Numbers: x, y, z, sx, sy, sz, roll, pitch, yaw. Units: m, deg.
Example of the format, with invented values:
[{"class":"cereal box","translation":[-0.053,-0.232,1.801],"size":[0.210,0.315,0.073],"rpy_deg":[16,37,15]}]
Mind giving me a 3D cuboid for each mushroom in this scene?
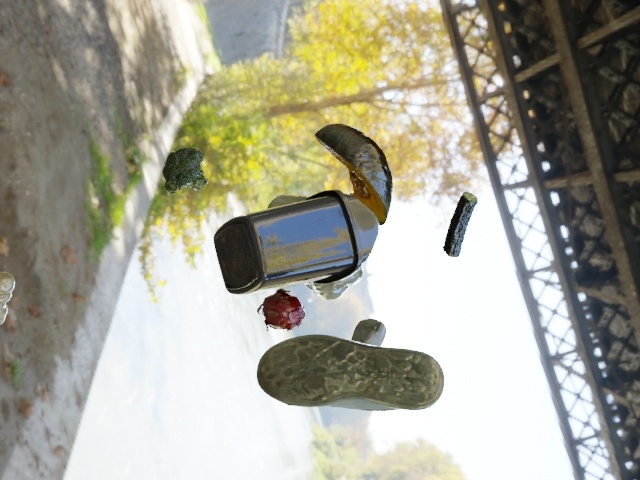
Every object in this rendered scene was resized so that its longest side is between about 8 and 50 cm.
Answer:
[{"class":"mushroom","translation":[0.094,0.297,2.002],"size":[0.092,0.223,0.081],"rpy_deg":[55,-39,-3]}]

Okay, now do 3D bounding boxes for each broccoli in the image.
[{"class":"broccoli","translation":[-0.406,-0.208,2.195],"size":[0.138,0.162,0.146],"rpy_deg":[43,59,-33]}]

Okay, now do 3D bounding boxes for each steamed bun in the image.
[{"class":"steamed bun","translation":[0.000,0.000,2.301],"size":[0.352,0.247,0.339],"rpy_deg":[46,-11,19]}]

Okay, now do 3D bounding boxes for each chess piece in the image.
[{"class":"chess piece","translation":[-0.938,0.161,2.136],"size":[0.170,0.094,0.094],"rpy_deg":[-55,-148,26]}]

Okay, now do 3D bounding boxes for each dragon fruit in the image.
[{"class":"dragon fruit","translation":[-0.125,0.219,2.331],"size":[0.166,0.136,0.133],"rpy_deg":[7,-77,46]}]

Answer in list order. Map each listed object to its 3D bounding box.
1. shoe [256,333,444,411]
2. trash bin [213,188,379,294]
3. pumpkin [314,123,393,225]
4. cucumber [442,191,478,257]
[{"class":"shoe","translation":[0.057,0.240,1.283],"size":[0.159,0.316,0.124],"rpy_deg":[57,40,-72]},{"class":"trash bin","translation":[-0.045,0.007,1.454],"size":[0.209,0.290,0.182],"rpy_deg":[-21,-97,55]},{"class":"pumpkin","translation":[0.139,-0.195,1.979],"size":[0.169,0.148,0.312],"rpy_deg":[21,-27,54]},{"class":"cucumber","translation":[0.379,-0.044,2.005],"size":[0.058,0.058,0.187],"rpy_deg":[-111,-152,-55]}]
